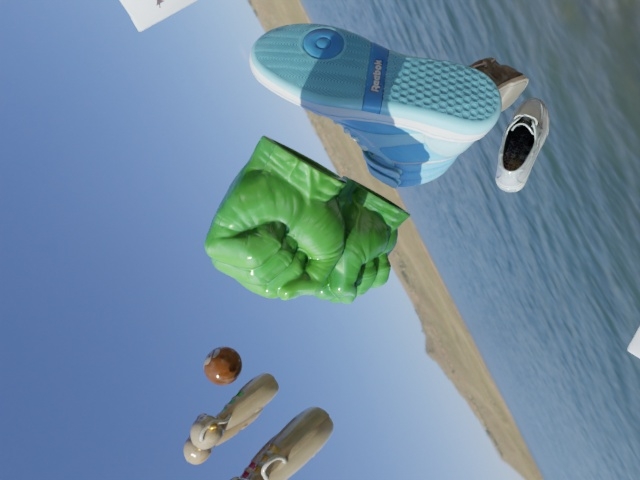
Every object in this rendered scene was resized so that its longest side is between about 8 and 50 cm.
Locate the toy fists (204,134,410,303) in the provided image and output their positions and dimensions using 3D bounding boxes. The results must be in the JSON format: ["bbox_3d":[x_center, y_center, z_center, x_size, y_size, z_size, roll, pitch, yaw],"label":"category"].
[{"bbox_3d":[0.000,0.000,0.525,0.096,0.142,0.279,38,-167,31],"label":"toy fists"}]

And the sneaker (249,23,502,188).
[{"bbox_3d":[0.057,-0.163,0.677,0.208,0.319,0.127,105,-177,-68],"label":"sneaker"}]

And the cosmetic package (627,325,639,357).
[{"bbox_3d":[0.535,0.142,0.555,0.225,0.138,0.224,16,-166,-34],"label":"cosmetic package"}]

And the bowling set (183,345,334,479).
[{"bbox_3d":[-0.126,0.260,0.648,0.200,0.154,0.287,44,142,18],"label":"bowling set"}]

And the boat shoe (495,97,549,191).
[{"bbox_3d":[0.408,-0.207,0.976,0.227,0.079,0.081,-66,-24,-19],"label":"boat shoe"}]

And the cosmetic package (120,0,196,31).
[{"bbox_3d":[-0.082,-0.404,0.423,0.097,0.377,0.284,61,179,31],"label":"cosmetic package"}]

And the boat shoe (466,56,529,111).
[{"bbox_3d":[0.276,-0.279,0.916,0.095,0.112,0.335,45,-136,20],"label":"boat shoe"}]
